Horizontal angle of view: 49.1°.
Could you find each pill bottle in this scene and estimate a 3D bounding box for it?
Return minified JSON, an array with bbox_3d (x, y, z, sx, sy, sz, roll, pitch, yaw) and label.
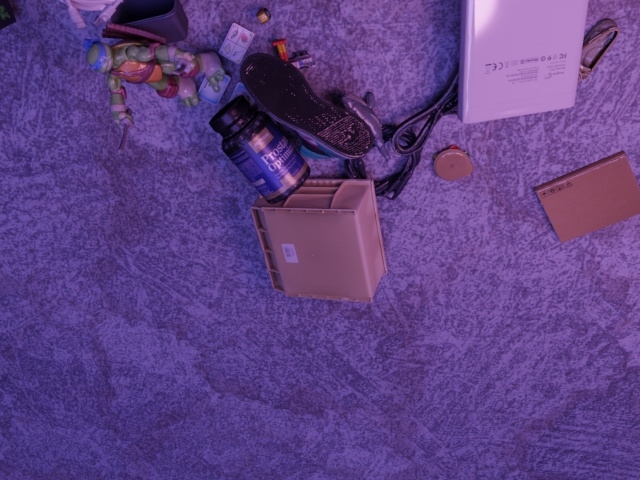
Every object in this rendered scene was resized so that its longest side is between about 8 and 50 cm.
[{"bbox_3d":[-0.131,-0.194,1.488,0.122,0.123,0.219,-30,113,25],"label":"pill bottle"}]

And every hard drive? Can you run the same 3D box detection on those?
[{"bbox_3d":[0.370,-0.399,1.281,0.233,0.047,0.353,-10,125,-6],"label":"hard drive"}]

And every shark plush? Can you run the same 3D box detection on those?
[{"bbox_3d":[0.093,-0.233,1.469,0.073,0.067,0.161,-18,101,23],"label":"shark plush"}]

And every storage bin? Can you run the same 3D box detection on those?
[{"bbox_3d":[0.000,0.000,1.616,0.260,0.123,0.262,3,128,21],"label":"storage bin"},{"bbox_3d":[-0.328,-0.440,1.385,0.135,0.098,0.091,-8,152,12],"label":"storage bin"}]

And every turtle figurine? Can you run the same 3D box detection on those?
[{"bbox_3d":[-0.305,-0.286,1.352,0.274,0.266,0.198,35,116,26],"label":"turtle figurine"}]

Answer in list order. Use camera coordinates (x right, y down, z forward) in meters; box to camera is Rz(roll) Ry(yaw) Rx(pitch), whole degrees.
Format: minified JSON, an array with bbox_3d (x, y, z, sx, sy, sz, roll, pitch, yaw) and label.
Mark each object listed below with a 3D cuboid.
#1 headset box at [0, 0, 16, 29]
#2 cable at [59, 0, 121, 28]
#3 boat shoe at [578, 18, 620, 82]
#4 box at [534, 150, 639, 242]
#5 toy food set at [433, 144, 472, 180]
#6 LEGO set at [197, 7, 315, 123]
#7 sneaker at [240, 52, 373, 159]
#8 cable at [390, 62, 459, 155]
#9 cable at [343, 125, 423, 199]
[{"bbox_3d":[-0.731,-0.476,1.289,0.131,0.283,0.246,6,127,22],"label":"headset box"},{"bbox_3d":[-0.408,-0.542,1.238,0.257,0.089,0.257,-44,146,-8],"label":"cable"},{"bbox_3d":[0.520,-0.356,1.364,0.056,0.048,0.153,29,124,-14],"label":"boat shoe"},{"bbox_3d":[0.604,-0.092,1.565,0.201,0.021,0.164,-24,120,22],"label":"box"},{"bbox_3d":[0.290,-0.169,1.546,0.083,0.020,0.083,-16,123,18],"label":"toy food set"},{"bbox_3d":[-0.128,-0.346,1.444,0.182,0.060,0.244,25,125,-16],"label":"LEGO set"},{"bbox_3d":[-0.039,-0.261,1.426,0.295,0.178,0.124,35,83,-10],"label":"sneaker"},{"bbox_3d":[0.262,-0.274,1.420,0.287,0.072,0.139,-28,120,11],"label":"cable"},{"bbox_3d":[0.139,-0.182,1.545,0.150,0.047,0.184,27,122,-4],"label":"cable"}]
